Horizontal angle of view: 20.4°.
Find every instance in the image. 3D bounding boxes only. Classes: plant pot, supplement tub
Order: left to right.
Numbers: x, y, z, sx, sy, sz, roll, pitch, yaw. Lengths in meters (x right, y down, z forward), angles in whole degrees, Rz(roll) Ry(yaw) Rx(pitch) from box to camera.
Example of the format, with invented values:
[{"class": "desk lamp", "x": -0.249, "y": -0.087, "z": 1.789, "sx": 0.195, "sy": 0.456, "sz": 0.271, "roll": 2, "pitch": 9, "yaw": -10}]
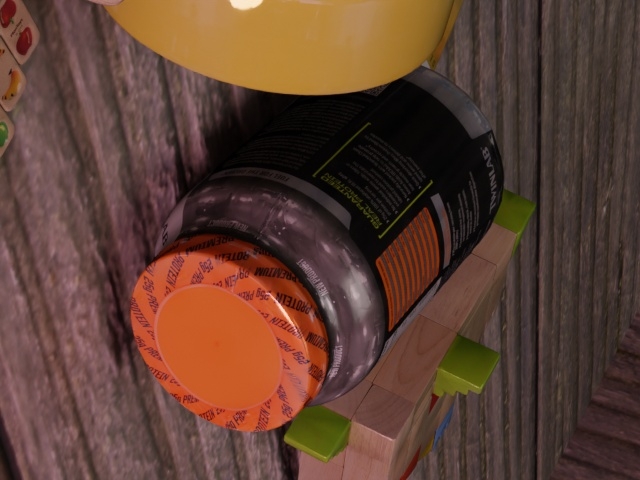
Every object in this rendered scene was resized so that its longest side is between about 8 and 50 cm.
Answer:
[{"class": "plant pot", "x": -0.012, "y": -0.262, "z": 1.144, "sx": 0.254, "sy": 0.254, "sz": 0.239, "roll": -46, "pitch": 158, "yaw": -47}, {"class": "supplement tub", "x": 0.000, "y": 0.000, "z": 1.479, "sx": 0.338, "sy": 0.207, "sz": 0.207, "roll": -44, "pitch": 145, "yaw": -48}]

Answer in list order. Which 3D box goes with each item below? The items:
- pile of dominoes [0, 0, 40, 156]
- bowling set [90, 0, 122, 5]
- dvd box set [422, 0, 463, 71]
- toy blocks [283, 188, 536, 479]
[{"class": "pile of dominoes", "x": -0.239, "y": -0.052, "z": 1.104, "sx": 0.196, "sy": 0.040, "sz": 0.251, "roll": 12, "pitch": 96, "yaw": -67}, {"class": "bowling set", "x": -0.178, "y": -0.252, "z": 0.998, "sx": 0.154, "sy": 0.200, "sz": 0.287, "roll": 26, "pitch": 64, "yaw": -29}, {"class": "dvd box set", "x": 0.115, "y": -0.387, "z": 1.652, "sx": 0.420, "sy": 0.062, "sz": 0.307, "roll": -67, "pitch": 157, "yaw": -14}, {"class": "toy blocks", "x": 0.086, "y": 0.147, "z": 1.875, "sx": 0.381, "sy": 0.190, "sz": 0.261, "roll": -56, "pitch": 164, "yaw": -33}]
